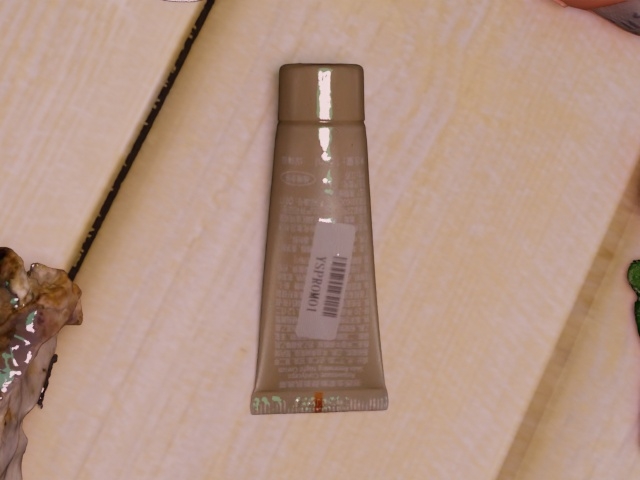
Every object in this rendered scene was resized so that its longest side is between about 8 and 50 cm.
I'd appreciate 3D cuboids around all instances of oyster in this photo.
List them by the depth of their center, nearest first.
[{"bbox_3d":[-0.312,0.174,1.189,0.198,0.133,0.337,33,78,-9],"label":"oyster"}]

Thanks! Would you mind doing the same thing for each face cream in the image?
[{"bbox_3d":[0.000,0.000,1.306,0.137,0.084,0.341,-1,95,-10],"label":"face cream"}]

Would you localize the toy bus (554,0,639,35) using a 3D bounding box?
[{"bbox_3d":[0.351,-0.328,1.347,0.232,0.194,0.287,39,79,-20],"label":"toy bus"}]

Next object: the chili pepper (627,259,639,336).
[{"bbox_3d":[0.368,0.125,1.378,0.098,0.061,0.224,-5,86,-19],"label":"chili pepper"}]
